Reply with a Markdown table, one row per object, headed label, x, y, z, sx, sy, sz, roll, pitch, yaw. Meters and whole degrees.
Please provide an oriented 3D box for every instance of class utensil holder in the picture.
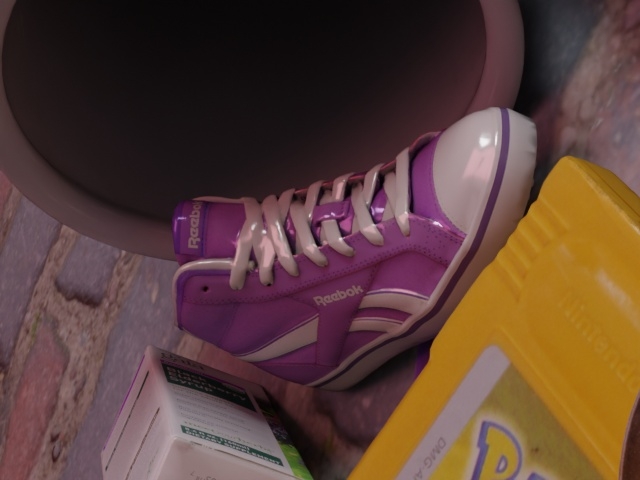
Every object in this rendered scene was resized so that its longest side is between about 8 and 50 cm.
| label | x | y | z | sx | sy | sz | roll | pitch | yaw |
| --- | --- | --- | --- | --- | --- | --- | --- | --- | --- |
| utensil holder | -0.058 | -0.230 | 0.918 | 0.327 | 0.327 | 0.385 | -46 | 36 | 36 |

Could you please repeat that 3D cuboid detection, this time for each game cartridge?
| label | x | y | z | sx | sy | sz | roll | pitch | yaw |
| --- | --- | --- | --- | --- | --- | --- | --- | --- | --- |
| game cartridge | 0.111 | 0.165 | 0.645 | 0.324 | 0.052 | 0.285 | -60 | 39 | 22 |

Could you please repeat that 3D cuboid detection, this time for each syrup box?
| label | x | y | z | sx | sy | sz | roll | pitch | yaw |
| --- | --- | --- | --- | --- | --- | --- | --- | --- | --- |
| syrup box | -0.082 | 0.150 | 0.896 | 0.096 | 0.093 | 0.237 | -66 | 13 | 5 |

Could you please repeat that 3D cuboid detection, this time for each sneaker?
| label | x | y | z | sx | sy | sz | roll | pitch | yaw |
| --- | --- | --- | --- | --- | --- | --- | --- | --- | --- |
| sneaker | 0.000 | 0.001 | 0.809 | 0.282 | 0.161 | 0.102 | -47 | 29 | 45 |

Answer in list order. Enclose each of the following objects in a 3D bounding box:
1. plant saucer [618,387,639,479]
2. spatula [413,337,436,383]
| label | x | y | z | sx | sy | sz | roll | pitch | yaw |
| --- | --- | --- | --- | --- | --- | --- | --- | --- | --- |
| plant saucer | 0.188 | 0.093 | 0.512 | 0.168 | 0.029 | 0.168 | -23 | 60 | 45 |
| spatula | 0.134 | 0.027 | 0.739 | 0.296 | 0.030 | 0.084 | -25 | 51 | 51 |
